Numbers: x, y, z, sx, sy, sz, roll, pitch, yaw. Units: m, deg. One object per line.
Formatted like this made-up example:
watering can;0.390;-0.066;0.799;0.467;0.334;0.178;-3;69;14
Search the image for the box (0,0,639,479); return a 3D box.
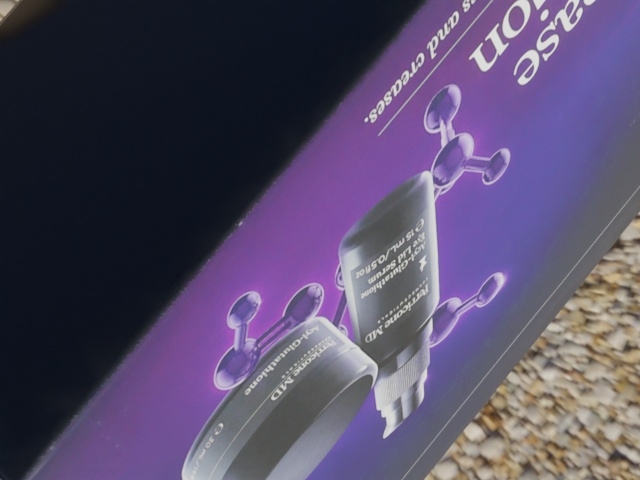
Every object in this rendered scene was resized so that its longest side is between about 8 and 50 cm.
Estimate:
box;0.011;-0.031;0.457;0.103;0.184;0.261;36;83;28
